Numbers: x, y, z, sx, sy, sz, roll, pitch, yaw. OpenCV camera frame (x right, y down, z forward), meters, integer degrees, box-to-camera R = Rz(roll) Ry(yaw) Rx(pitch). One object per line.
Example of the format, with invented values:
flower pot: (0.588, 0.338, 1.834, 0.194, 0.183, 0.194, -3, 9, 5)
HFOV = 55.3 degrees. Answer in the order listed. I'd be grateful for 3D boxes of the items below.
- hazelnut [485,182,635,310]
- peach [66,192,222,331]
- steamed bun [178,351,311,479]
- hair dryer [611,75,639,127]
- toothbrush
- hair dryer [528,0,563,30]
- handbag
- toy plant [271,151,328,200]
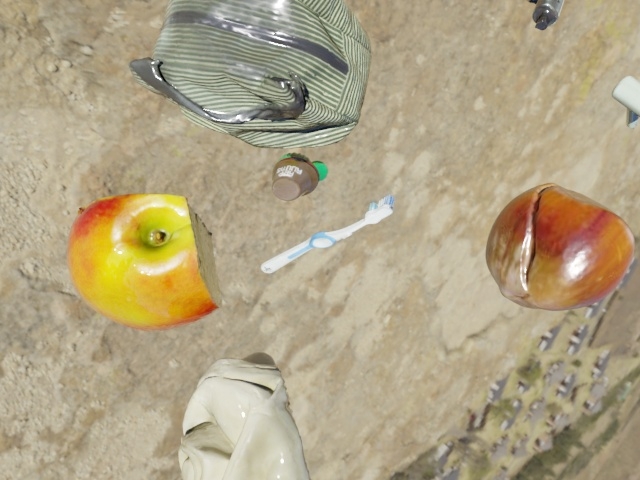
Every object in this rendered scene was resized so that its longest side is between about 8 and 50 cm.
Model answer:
hazelnut: (0.626, 0.028, 1.614, 0.372, 0.372, 0.315, -46, 124, -12)
peach: (-0.362, 0.066, 1.262, 0.306, 0.243, 0.380, -4, 168, -5)
steamed bun: (-0.168, 0.431, 1.270, 0.254, 0.368, 0.342, -15, 167, -12)
hair dryer: (0.471, -0.191, 0.912, 0.038, 0.063, 0.124, -42, 151, 7)
toothbrush: (-0.001, 0.004, 1.165, 0.040, 0.040, 0.386, -7, 164, -44)
hair dryer: (0.507, -0.523, 1.137, 0.155, 0.284, 0.320, 19, 142, -16)
handbag: (-0.104, -0.282, 0.917, 0.240, 0.340, 0.248, 33, 71, -72)
toy plant: (-0.055, -0.170, 1.540, 0.200, 0.142, 0.105, -64, 150, -54)
